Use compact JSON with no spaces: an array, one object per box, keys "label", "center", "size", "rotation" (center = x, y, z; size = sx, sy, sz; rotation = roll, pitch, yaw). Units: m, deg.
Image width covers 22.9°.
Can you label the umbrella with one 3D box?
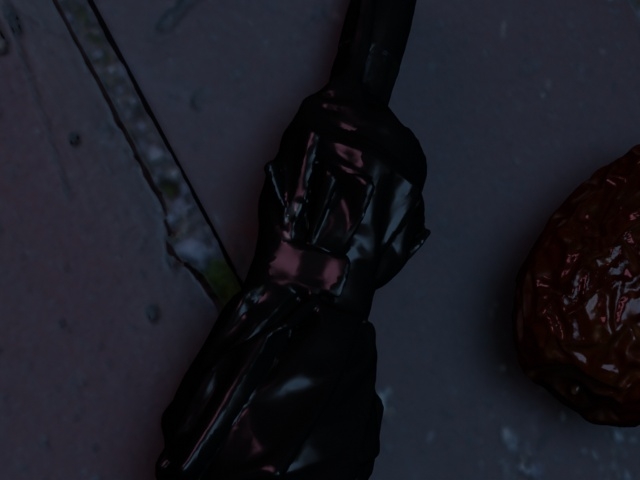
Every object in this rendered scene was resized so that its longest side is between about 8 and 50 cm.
[{"label":"umbrella","center":[0.000,0.000,0.817],"size":[0.118,0.118,0.340],"rotation":[21,67,-19]}]

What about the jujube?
[{"label":"jujube","center":[0.177,0.019,0.885],"size":[0.176,0.109,0.112],"rotation":[-56,140,-30]}]
